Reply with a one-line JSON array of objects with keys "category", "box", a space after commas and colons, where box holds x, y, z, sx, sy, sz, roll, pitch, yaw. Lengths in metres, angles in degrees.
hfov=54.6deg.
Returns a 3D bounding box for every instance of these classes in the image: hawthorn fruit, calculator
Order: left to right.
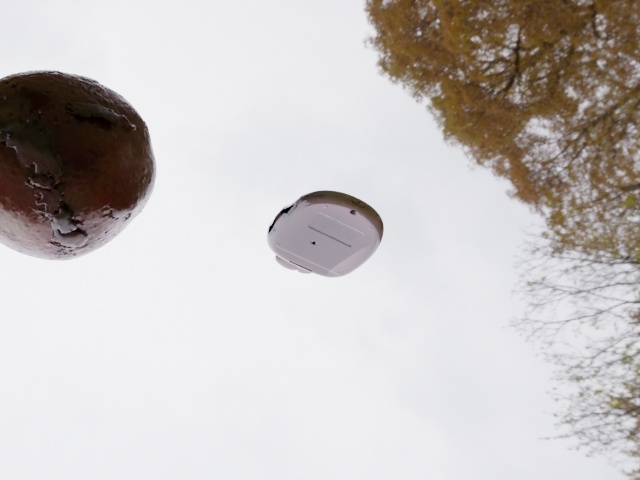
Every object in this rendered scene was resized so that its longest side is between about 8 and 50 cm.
[{"category": "hawthorn fruit", "box": [-0.404, -0.108, 0.938, 0.315, 0.316, 0.316, 5, -104, -19]}, {"category": "calculator", "box": [0.000, 0.000, 0.620, 0.103, 0.166, 0.024, 25, -122, -13]}]
